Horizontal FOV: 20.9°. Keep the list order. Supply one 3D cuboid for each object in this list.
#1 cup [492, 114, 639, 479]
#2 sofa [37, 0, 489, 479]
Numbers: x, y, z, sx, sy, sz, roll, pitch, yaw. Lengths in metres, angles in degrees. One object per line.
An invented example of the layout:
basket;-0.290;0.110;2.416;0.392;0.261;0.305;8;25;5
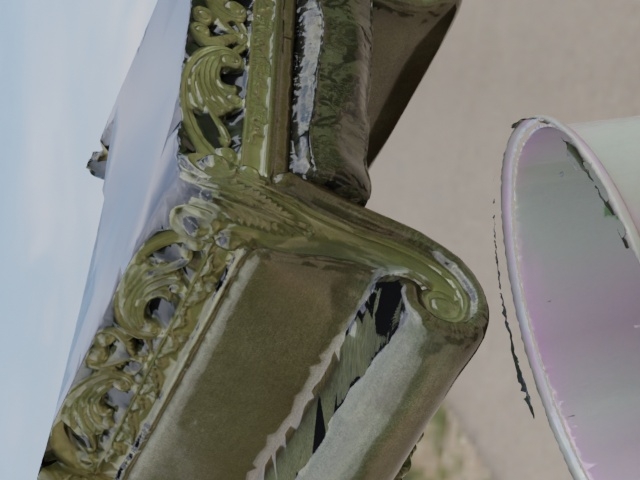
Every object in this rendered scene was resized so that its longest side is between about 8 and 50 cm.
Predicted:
cup;0.263;0.022;0.975;0.253;0.274;0.253;165;90;-81
sofa;0.000;0.000;0.734;0.258;0.182;0.200;-89;21;-49
